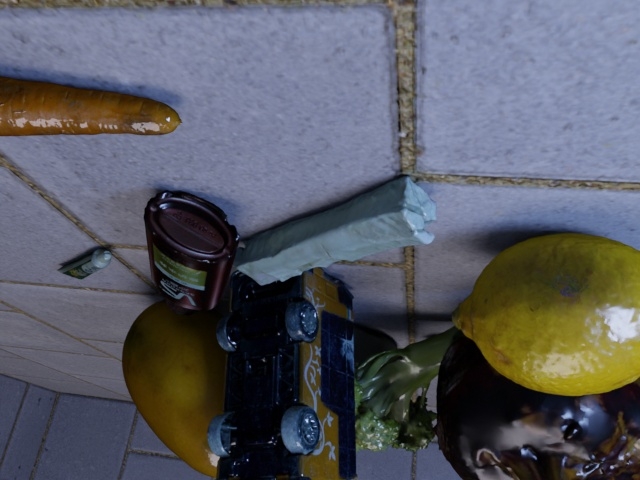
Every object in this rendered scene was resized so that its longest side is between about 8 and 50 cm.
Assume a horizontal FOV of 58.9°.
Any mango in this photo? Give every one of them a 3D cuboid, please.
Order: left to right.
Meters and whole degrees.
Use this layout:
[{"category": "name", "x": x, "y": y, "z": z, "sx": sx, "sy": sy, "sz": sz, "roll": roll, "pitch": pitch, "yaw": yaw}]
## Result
[{"category": "mango", "x": -0.228, "y": 0.267, "z": 1.048, "sx": 0.446, "sy": 0.232, "sz": 0.299, "roll": 30, "pitch": 142, "yaw": 60}]

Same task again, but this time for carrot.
[{"category": "carrot", "x": -0.234, "y": -0.121, "z": 0.535, "sx": 0.210, "sy": 0.061, "sz": 0.061, "roll": 5, "pitch": 156, "yaw": 1}]

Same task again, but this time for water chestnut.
[{"category": "water chestnut", "x": 0.333, "y": 0.288, "z": 0.837, "sx": 0.336, "sy": 0.334, "sz": 0.347, "roll": 7, "pitch": -160, "yaw": 4}]

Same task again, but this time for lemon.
[{"category": "lemon", "x": 0.283, "y": 0.085, "z": 0.663, "sx": 0.257, "sy": 0.188, "sz": 0.188, "roll": -6, "pitch": 153, "yaw": 17}]

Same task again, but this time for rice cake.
[{"category": "rice cake", "x": 0.000, "y": 0.000, "z": 0.720, "sx": 0.066, "sy": 0.062, "sz": 0.336, "roll": 35, "pitch": 147, "yaw": -29}]

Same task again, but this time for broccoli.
[{"category": "broccoli", "x": 0.126, "y": 0.296, "z": 1.018, "sx": 0.303, "sy": 0.186, "sz": 0.253, "roll": -4, "pitch": 118, "yaw": 9}]

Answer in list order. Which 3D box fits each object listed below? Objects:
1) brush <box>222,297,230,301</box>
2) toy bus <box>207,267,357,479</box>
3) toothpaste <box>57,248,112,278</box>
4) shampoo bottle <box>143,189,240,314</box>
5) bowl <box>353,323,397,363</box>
[{"category": "brush", "x": -0.191, "y": 0.118, "z": 1.106, "sx": 0.084, "sy": 0.013, "sz": 0.016, "roll": 7, "pitch": 154, "yaw": 0}, {"category": "toy bus", "x": -0.045, "y": 0.205, "z": 0.862, "sx": 0.162, "sy": 0.323, "sz": 0.194, "roll": -15, "pitch": 150, "yaw": 28}, {"category": "toothpaste", "x": -0.409, "y": 0.044, "z": 0.993, "sx": 0.049, "sy": 0.031, "sz": 0.204, "roll": 27, "pitch": 152, "yaw": -32}, {"category": "shampoo bottle", "x": -0.195, "y": 0.039, "z": 0.835, "sx": 0.129, "sy": 0.084, "sz": 0.323, "roll": 28, "pitch": 155, "yaw": -4}, {"category": "bowl", "x": -0.013, "y": 0.304, "z": 1.251, "sx": 0.354, "sy": 0.185, "sz": 0.353, "roll": 7, "pitch": 156, "yaw": 3}]
